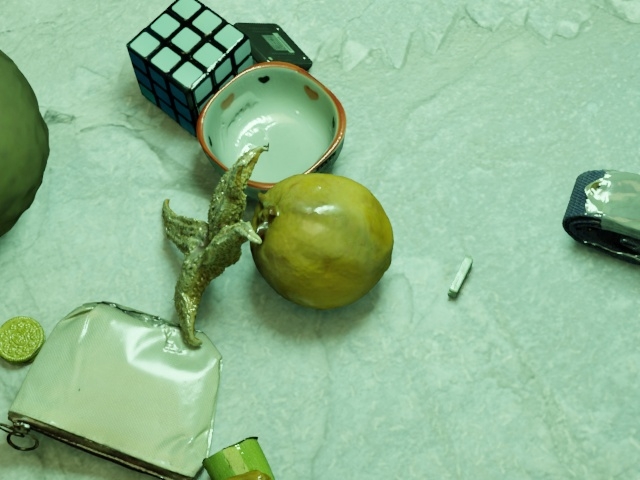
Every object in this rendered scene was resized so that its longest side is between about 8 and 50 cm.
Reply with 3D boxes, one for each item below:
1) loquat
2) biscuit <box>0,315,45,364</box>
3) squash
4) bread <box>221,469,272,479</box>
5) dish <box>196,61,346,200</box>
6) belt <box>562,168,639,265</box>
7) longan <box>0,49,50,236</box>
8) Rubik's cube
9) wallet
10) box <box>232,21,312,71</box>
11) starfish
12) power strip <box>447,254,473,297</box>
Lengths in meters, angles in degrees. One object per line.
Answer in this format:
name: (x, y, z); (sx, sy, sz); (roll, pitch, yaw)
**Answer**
loquat: (0.000, 0.000, 1.884); (0.238, 0.238, 0.193); (-2, 42, 2)
biscuit: (-0.498, 0.166, 1.931); (0.084, 0.023, 0.084); (-1, 63, 2)
squash: (-0.098, 0.399, 1.764); (0.095, 0.095, 0.188); (-24, 70, -9)
bread: (-0.183, 0.420, 1.710); (0.271, 0.077, 0.139); (-20, 61, 22)
dish: (-0.081, -0.174, 2.026); (0.256, 0.117, 0.256); (-1, 64, 2)
belt: (0.517, -0.025, 1.911); (0.230, 0.139, 0.126); (18, 65, 9)
longan: (-0.649, -0.169, 1.873); (0.404, 0.436, 0.404); (-6, 77, 28)
Rubik's cube: (-0.228, -0.310, 2.076); (0.162, 0.160, 0.163); (36, 70, 18)
wallet: (-0.316, 0.239, 1.860); (0.335, 0.068, 0.274); (18, 66, 3)
box: (-0.089, -0.354, 2.124); (0.125, 0.027, 0.126); (-9, 52, -48)
starfish: (-0.161, -0.032, 1.875); (0.084, 0.293, 0.301); (14, 46, -27)
power strip: (0.235, 0.059, 1.945); (0.017, 0.027, 0.083); (25, 67, 11)
